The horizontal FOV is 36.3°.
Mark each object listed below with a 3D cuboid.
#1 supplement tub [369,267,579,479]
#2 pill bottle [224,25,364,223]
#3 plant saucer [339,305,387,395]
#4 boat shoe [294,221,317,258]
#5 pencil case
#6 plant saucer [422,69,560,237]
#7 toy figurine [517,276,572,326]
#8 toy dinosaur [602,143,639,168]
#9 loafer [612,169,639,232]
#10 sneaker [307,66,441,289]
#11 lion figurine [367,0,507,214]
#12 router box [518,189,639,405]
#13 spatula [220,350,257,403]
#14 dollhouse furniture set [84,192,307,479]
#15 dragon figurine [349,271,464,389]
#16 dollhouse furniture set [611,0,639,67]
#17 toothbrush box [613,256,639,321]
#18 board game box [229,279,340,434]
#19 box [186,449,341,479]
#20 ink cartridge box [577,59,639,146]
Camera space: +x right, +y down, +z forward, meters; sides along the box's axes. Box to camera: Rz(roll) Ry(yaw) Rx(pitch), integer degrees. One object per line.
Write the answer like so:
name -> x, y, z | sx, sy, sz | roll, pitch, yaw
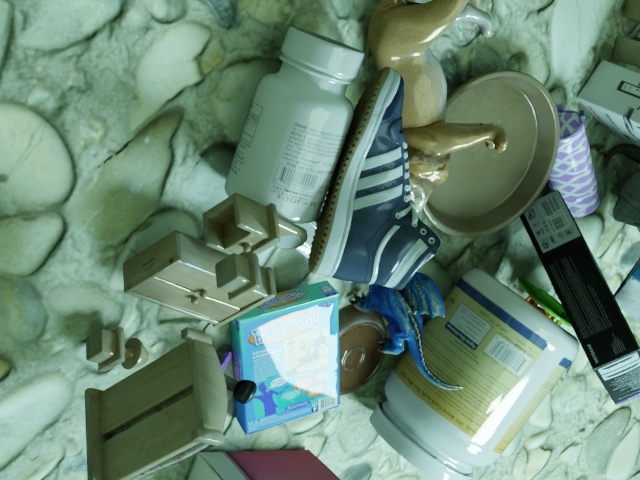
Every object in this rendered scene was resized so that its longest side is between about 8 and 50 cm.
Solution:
supplement tub -> 0.249, 0.229, 1.618 | 0.228, 0.228, 0.316 | 32, 96, -45
pill bottle -> -0.029, -0.149, 1.254 | 0.131, 0.131, 0.229 | 7, 109, -42
plant saucer -> 0.047, 0.185, 1.575 | 0.168, 0.029, 0.168 | -19, 123, -31
boat shoe -> 0.000, 0.000, 1.416 | 0.184, 0.066, 0.063 | 36, 89, -35
pencil case -> 0.424, -0.133, 1.678 | 0.086, 0.088, 0.206 | -14, 131, 11
plant saucer -> 0.258, -0.137, 1.540 | 0.278, 0.041, 0.278 | -13, 119, -24
toy figurine -> 0.369, 0.169, 1.799 | 0.159, 0.130, 0.173 | -51, 161, 13
toy dinosaur -> 0.670, -0.193, 1.811 | 0.313, 0.121, 0.160 | -40, 151, -5
loafer -> 0.668, -0.054, 1.912 | 0.319, 0.112, 0.111 | 16, 119, -44
sneaker -> 0.096, -0.072, 1.274 | 0.153, 0.099, 0.282 | 18, 93, -10
lion figurine -> 0.131, -0.213, 1.358 | 0.240, 0.142, 0.392 | -6, 105, -2
router box -> 0.449, 0.099, 1.640 | 0.081, 0.309, 0.243 | -27, 149, 13
spatula -> -0.119, 0.190, 1.294 | 0.030, 0.296, 0.084 | 32, 79, -13
dollhouse furniture set -> -0.124, 0.176, 1.191 | 0.303, 0.355, 0.174 | -31, 143, 31
dragon figurine -> 0.128, 0.102, 1.477 | 0.085, 0.289, 0.144 | -24, 165, -25
dollhouse furniture set -> 0.664, -0.401, 1.685 | 0.262, 0.135, 0.259 | -7, 117, -37
toothbrush box -> 0.649, 0.004, 1.691 | 0.295, 0.126, 0.216 | -53, 166, -9
board game box -> -0.051, 0.175, 1.456 | 0.160, 0.047, 0.210 | -13, 122, -21
box -> -0.093, 0.421, 1.520 | 0.232, 0.127, 0.148 | 9, 108, -42
ink cartridge box -> 0.561, -0.211, 1.659 | 0.148, 0.203, 0.086 | 31, 94, -45
